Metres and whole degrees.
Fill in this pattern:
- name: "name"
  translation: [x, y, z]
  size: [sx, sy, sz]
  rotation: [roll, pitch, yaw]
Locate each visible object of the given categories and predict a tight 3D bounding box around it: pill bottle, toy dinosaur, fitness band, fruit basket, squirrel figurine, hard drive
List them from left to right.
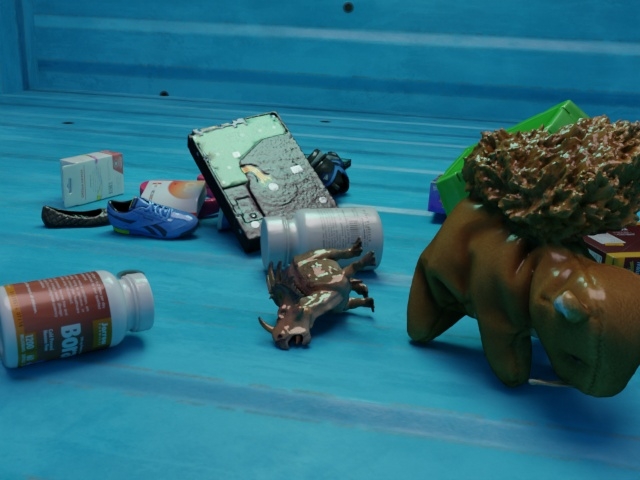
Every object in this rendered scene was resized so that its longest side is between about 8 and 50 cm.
- name: "pill bottle"
  translation: [-0.367, 0.110, 1.058]
  size: [0.216, 0.121, 0.121]
  rotation: [-10, 22, -31]
- name: "fitness band"
  translation: [-0.348, -0.119, 1.861]
  size: [0.209, 0.054, 0.291]
  rotation: [-19, 27, -41]
- name: "hard drive"
  translation: [-0.135, -0.142, 1.620]
  size: [0.237, 0.064, 0.339]
  rotation: [-19, 61, -26]
- name: "toy dinosaur"
  translation: [-0.013, 0.070, 1.235]
  size: [0.200, 0.127, 0.296]
  rotation: [-6, 14, -4]
- name: "pill bottle"
  translation: [0.000, 0.000, 1.415]
  size: [0.229, 0.131, 0.131]
  rotation: [-2, 19, -13]
- name: "fruit basket"
  translation: [0.492, -0.076, 1.533]
  size: [0.392, 0.392, 0.283]
  rotation: [15, 43, 33]
- name: "squirrel figurine"
  translation: [0.321, 0.019, 0.985]
  size: [0.281, 0.397, 0.370]
  rotation: [3, 9, -11]

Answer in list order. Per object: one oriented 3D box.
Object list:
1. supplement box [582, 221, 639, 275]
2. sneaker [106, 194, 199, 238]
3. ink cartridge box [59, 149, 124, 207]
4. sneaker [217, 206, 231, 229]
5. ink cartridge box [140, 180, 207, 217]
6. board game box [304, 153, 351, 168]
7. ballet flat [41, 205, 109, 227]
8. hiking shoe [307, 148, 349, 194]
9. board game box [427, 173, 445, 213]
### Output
- name: "supplement box"
  translation: [0.564, 0.056, 1.318]
  size: [0.191, 0.129, 0.194]
  rotation: [-1, 19, -12]
- name: "sneaker"
  translation: [-0.380, -0.056, 1.588]
  size: [0.209, 0.082, 0.069]
  rotation: [4, 43, 7]
- name: "ink cartridge box"
  translation: [-0.611, -0.163, 1.848]
  size: [0.067, 0.115, 0.198]
  rotation: [14, 21, 28]
- name: "sneaker"
  translation: [-0.136, -0.132, 1.735]
  size: [0.182, 0.127, 0.315]
  rotation: [14, 51, -5]
- name: "ink cartridge box"
  translation: [-0.360, -0.083, 1.675]
  size: [0.145, 0.045, 0.179]
  rotation: [1, 33, 6]
- name: "board game box"
  translation: [-0.003, -0.258, 2.345]
  size: [0.186, 0.026, 0.126]
  rotation: [8, 19, 16]
- name: "ballet flat"
  translation: [-0.562, -0.061, 1.654]
  size: [0.173, 0.049, 0.057]
  rotation: [-5, 21, -20]
- name: "hiking shoe"
  translation: [0.025, -0.179, 2.034]
  size: [0.132, 0.113, 0.304]
  rotation: [47, 14, 6]
- name: "board game box"
  translation: [0.467, -0.107, 1.831]
  size: [0.347, 0.078, 0.233]
  rotation: [7, 12, 14]
